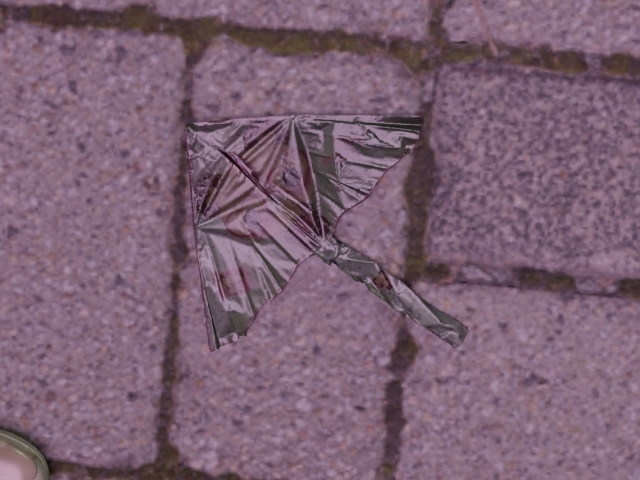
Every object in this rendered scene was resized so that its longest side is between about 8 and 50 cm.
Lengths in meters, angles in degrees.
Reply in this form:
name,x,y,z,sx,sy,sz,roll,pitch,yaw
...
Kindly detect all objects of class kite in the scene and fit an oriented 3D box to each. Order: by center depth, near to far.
name,x,y,z,sx,sy,sz,roll,pitch,yaw
kite,0.000,0.000,1.134,0.250,0.012,0.229,39,104,-4

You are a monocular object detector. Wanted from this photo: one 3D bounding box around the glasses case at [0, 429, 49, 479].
name,x,y,z,sx,sy,sz,roll,pitch,yaw
glasses case,-0.265,0.233,1.175,0.081,0.051,0.204,24,101,-2
